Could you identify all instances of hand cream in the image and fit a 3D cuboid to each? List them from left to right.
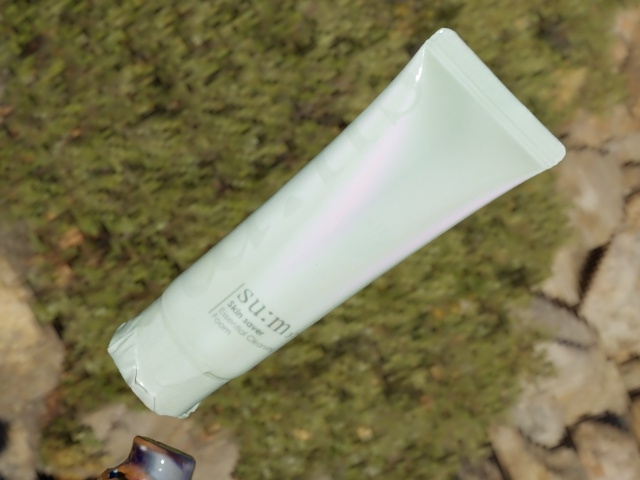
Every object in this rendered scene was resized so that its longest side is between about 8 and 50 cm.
[{"bbox_3d":[0.000,0.000,0.727,0.078,0.205,0.050,43,22,-22],"label":"hand cream"}]

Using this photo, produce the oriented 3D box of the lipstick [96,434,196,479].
[{"bbox_3d":[-0.173,0.322,1.083,0.077,0.077,0.418,24,86,-40],"label":"lipstick"}]
